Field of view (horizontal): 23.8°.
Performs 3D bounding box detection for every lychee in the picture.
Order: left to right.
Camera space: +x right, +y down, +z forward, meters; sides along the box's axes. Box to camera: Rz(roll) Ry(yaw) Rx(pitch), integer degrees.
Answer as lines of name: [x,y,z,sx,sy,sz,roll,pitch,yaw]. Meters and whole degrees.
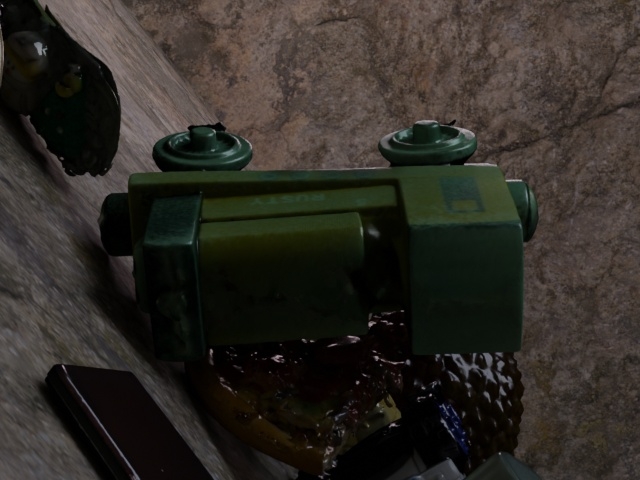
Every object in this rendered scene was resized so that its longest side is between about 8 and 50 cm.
lychee: [0.115,0.189,1.690,0.236,0.236,0.271,37,37,-73]

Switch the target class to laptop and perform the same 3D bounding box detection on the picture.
laptop: [-0.093,0.167,0.977,0.207,0.026,0.154,51,6,13]

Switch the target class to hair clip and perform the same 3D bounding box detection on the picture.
hair clip: [-0.293,-0.192,1.454,0.091,0.138,0.321,-9,47,-32]

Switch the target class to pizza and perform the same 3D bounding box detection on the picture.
pizza: [-0.013,0.115,1.292,0.193,0.053,0.201,-17,34,-42]

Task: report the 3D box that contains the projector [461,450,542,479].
projector: [0.109,0.284,0.897,0.108,0.198,0.250,38,13,-50]

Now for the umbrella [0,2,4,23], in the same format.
umbrella: [-0.377,-0.283,1.235,0.340,0.118,0.118,52,4,18]

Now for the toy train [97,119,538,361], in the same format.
toy train: [0.000,0.000,1.318,0.253,0.397,0.160,-93,-179,-66]

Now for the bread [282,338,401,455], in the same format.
bread: [-0.017,0.130,1.515,0.236,0.106,0.140,53,3,18]

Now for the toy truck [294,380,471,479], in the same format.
toy truck: [0.081,0.240,1.332,0.177,0.161,0.213,58,5,2]

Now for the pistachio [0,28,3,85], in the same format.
pistachio: [-0.297,-0.180,0.893,0.299,0.187,0.187,59,7,21]

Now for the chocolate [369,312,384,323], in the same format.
chocolate: [0.100,0.160,1.968,0.177,0.206,0.224,36,18,-34]
